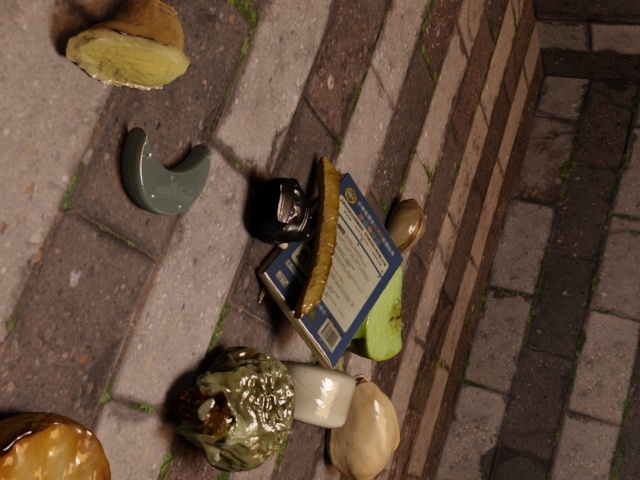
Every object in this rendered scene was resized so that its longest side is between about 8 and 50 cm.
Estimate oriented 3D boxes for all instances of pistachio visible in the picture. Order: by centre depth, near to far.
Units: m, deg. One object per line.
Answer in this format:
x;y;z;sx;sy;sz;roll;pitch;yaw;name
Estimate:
0.122;0.554;2.082;0.193;0.214;0.318;-151;-124;-72;pistachio
0.261;-0.043;2.190;0.185;0.124;0.124;-59;152;-2;pistachio

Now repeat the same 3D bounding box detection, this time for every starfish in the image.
-0.118;0.101;1.591;0.086;0.016;0.092;-48;132;-38;starfish

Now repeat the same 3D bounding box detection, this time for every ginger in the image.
-0.282;-0.304;1.026;0.193;0.115;0.123;-2;81;-56;ginger

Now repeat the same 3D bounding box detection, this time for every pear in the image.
0.113;0.209;1.942;0.292;0.159;0.292;-25;119;-57;pear

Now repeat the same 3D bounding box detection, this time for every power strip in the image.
-0.254;-0.110;1.198;0.216;0.044;0.137;9;93;-63;power strip

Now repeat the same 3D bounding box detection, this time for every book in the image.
0.042;0.061;1.722;0.300;0.039;0.428;56;45;-18;book

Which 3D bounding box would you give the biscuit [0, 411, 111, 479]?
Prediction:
-0.429;0.385;0.993;0.296;0.102;0.296;-27;121;-55;biscuit

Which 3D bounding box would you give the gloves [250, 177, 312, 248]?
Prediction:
-0.071;-0.056;1.523;0.203;0.124;0.164;8;112;-56;gloves

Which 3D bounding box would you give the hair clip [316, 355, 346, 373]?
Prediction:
0.038;0.404;1.988;0.146;0.056;0.187;-39;132;-62;hair clip

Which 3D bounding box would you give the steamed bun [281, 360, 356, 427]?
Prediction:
-0.007;0.387;1.765;0.241;0.164;0.146;31;74;-64;steamed bun

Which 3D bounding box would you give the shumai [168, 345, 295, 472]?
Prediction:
-0.174;0.341;1.388;0.218;0.189;0.256;16;81;-66;shumai

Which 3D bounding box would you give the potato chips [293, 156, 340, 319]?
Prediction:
0.000;0.000;1.625;0.080;0.057;0.407;21;63;-26;potato chips
